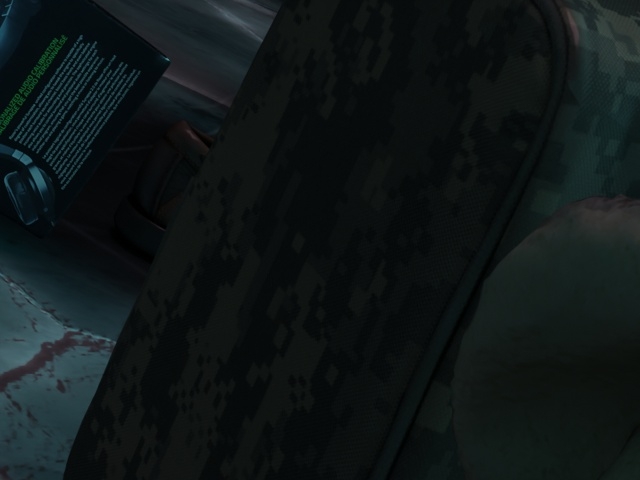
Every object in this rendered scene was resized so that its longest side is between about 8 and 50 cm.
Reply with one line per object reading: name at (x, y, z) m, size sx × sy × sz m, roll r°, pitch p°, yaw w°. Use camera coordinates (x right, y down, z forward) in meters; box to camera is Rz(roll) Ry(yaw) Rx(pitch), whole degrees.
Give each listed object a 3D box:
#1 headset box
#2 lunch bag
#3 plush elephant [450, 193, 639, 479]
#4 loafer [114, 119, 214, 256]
headset box at (-0.267, -0.156, 1.029) m, size 0.283 × 0.131 × 0.246 m, roll 35°, pitch 2°, yaw -38°
lunch bag at (0.088, 0.051, 0.647) m, size 0.256 × 0.305 × 0.212 m, roll 17°, pitch 15°, yaw -30°
plush elephant at (0.067, 0.145, 0.323) m, size 0.271 × 0.255 × 0.330 m, roll 30°, pitch 13°, yaw 18°
loafer at (0.000, 0.000, 1.189) m, size 0.267 × 0.084 × 0.096 m, roll 19°, pitch 14°, yaw -29°
